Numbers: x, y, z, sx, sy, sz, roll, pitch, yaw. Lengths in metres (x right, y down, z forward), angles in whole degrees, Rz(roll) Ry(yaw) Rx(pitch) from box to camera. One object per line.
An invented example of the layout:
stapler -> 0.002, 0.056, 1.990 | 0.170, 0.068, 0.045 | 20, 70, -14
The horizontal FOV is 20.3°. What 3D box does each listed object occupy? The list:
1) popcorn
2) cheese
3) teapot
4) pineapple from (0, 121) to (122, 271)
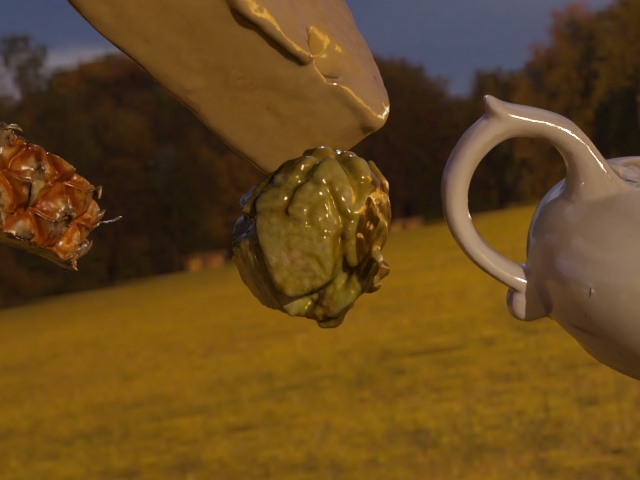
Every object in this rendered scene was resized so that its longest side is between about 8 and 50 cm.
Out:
popcorn -> 0.000, 0.000, 1.151 | 0.120, 0.106, 0.116 | -44, -24, 23
cheese -> -0.122, -0.236, 1.283 | 0.104, 0.384, 0.384 | -34, -8, 19
teapot -> 0.213, 0.004, 1.032 | 0.298, 0.139, 0.204 | 6, 21, -12
pineapple -> -0.254, -0.047, 1.344 | 0.233, 0.079, 0.135 | 25, -10, -24
